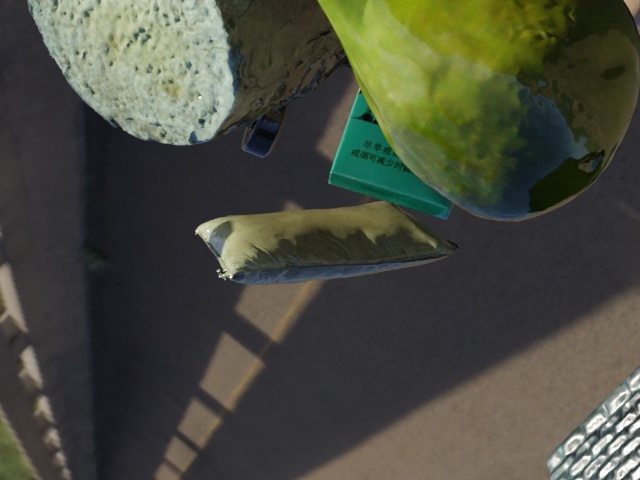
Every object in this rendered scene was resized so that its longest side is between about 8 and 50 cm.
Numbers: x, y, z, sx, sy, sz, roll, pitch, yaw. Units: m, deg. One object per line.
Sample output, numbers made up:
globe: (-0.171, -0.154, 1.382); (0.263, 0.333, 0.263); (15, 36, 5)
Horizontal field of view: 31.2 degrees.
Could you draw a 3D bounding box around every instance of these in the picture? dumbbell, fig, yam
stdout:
dumbbell: (-0.146, -0.191, 1.578); (0.191, 0.100, 0.100); (20, 166, -14)
fig: (0.092, -0.142, 0.847); (0.275, 0.206, 0.206); (26, 165, -15)
yam: (-0.080, -0.248, 1.142); (0.241, 0.348, 0.241); (24, 128, 34)

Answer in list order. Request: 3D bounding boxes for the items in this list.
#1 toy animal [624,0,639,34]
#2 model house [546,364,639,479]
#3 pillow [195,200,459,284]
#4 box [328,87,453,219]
toy animal: (0.432, -0.299, 1.355); (0.197, 0.171, 0.171); (0, 156, 2)
model house: (0.319, 0.203, 0.953); (0.225, 0.261, 0.241); (11, -142, -44)
pillow: (0.000, 0.000, 1.430); (0.185, 0.302, 0.075); (-138, 46, -63)
box: (0.120, -0.153, 1.483); (0.160, 0.226, 0.042); (17, 158, 2)
